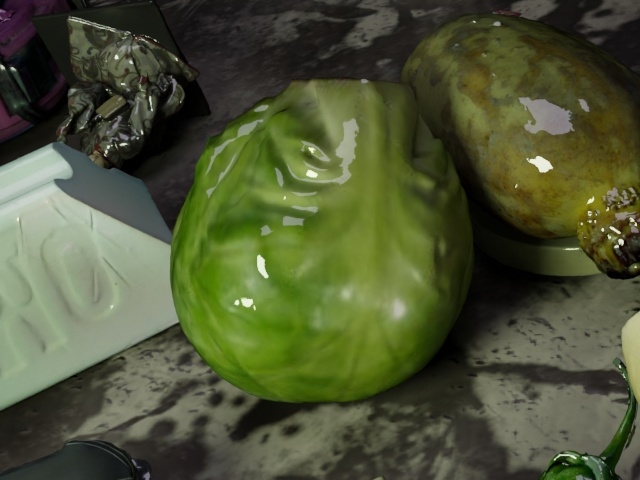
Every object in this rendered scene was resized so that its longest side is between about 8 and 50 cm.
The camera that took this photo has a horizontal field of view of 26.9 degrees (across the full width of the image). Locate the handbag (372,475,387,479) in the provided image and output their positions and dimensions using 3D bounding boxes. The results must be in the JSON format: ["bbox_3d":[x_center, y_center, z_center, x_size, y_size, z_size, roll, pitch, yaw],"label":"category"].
[{"bbox_3d":[0.002,0.279,0.628,0.253,0.109,0.316,-31,46,-6],"label":"handbag"}]

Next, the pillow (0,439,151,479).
[{"bbox_3d":[-0.240,0.239,0.815,0.335,0.092,0.161,-21,64,-23],"label":"pillow"}]

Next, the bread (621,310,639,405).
[{"bbox_3d":[0.238,0.127,0.739,0.060,0.139,0.178,-40,30,10],"label":"bread"}]

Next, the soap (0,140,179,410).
[{"bbox_3d":[-0.260,0.041,1.097,0.289,0.173,0.095,-25,34,-9],"label":"soap"}]

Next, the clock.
[{"bbox_3d":[0.230,-0.052,1.099,0.235,0.029,0.235,-13,33,9],"label":"clock"}]

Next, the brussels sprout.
[{"bbox_3d":[0.000,0.000,0.974,0.244,0.244,0.244,-14,33,10],"label":"brussels sprout"}]

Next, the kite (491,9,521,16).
[{"bbox_3d":[0.174,-0.234,1.419,0.078,0.002,0.044,3,39,32],"label":"kite"}]

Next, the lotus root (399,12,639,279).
[{"bbox_3d":[0.172,-0.080,1.010,0.173,0.173,0.309,-28,36,-11],"label":"lotus root"}]

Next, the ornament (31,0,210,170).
[{"bbox_3d":[-0.226,-0.121,1.361,0.166,0.153,0.196,-5,45,25],"label":"ornament"}]

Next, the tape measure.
[{"bbox_3d":[-0.403,-0.211,1.568,0.231,0.149,0.245,-8,34,17],"label":"tape measure"}]

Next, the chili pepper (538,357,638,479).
[{"bbox_3d":[0.099,0.191,0.770,0.279,0.065,0.122,-33,43,-6],"label":"chili pepper"}]
